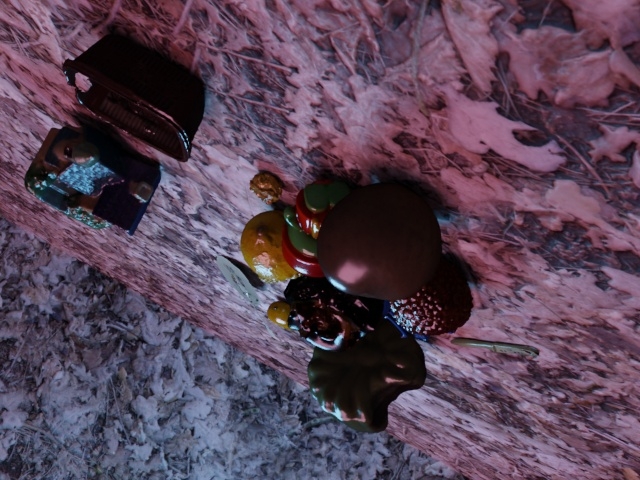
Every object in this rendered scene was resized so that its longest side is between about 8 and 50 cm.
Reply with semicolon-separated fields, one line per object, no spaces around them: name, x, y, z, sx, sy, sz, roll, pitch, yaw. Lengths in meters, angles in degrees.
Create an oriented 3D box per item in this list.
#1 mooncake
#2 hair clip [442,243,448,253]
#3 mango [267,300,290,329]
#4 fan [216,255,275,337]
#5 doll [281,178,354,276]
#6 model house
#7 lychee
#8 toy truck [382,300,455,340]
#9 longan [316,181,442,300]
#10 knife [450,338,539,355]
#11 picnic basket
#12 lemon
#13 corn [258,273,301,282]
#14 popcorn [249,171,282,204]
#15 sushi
mooncake;0.134;0.384;2.047;0.352;0.351;0.187;14;158;37
hair clip;0.220;0.003;1.480;0.115;0.039;0.030;25;164;8
mango;-0.117;0.281;2.489;0.165;0.089;0.115;29;165;-1
fan;-0.262;0.208;2.502;0.233;0.012;0.414;23;147;50
doll;0.000;-0.001;1.573;0.183;0.160;0.363;-11;159;-13
model house;-0.620;-0.164;1.934;0.280;0.245;0.312;17;165;41
lychee;0.246;0.117;1.532;0.188;0.188;0.188;26;159;11
toy truck;0.245;0.184;1.731;0.208;0.126;0.113;9;150;46
longan;0.114;0.008;1.336;0.248;0.248;0.248;26;159;11
knife;0.459;0.285;1.826;0.043;0.019;0.293;43;155;-25
picnic basket;-0.372;-0.305;1.445;0.297;0.129;0.222;30;161;4
lemon;-0.114;0.013;1.759;0.193;0.180;0.181;39;158;-30
corn;-0.116;0.078;2.022;0.097;0.097;0.320;35;160;-12
popcorn;-0.131;-0.125;1.631;0.082;0.057;0.083;36;161;-10
sushi;0.018;0.204;1.963;0.227;0.212;0.215;33;161;-14
